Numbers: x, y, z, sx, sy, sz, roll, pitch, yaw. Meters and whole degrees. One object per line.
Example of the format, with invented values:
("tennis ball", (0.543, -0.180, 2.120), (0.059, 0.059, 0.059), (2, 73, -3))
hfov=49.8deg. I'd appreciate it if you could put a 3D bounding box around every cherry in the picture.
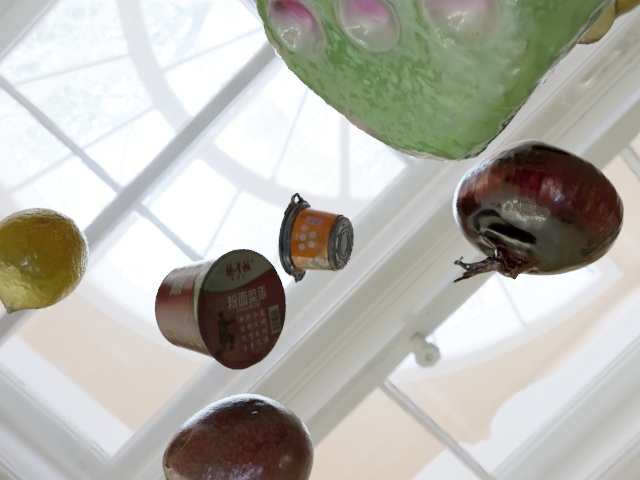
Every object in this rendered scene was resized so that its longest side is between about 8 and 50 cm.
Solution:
("cherry", (-0.152, 0.405, 1.282), (0.307, 0.221, 0.261), (-1, -178, -42))

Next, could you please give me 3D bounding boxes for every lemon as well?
("lemon", (-0.661, 0.036, 1.606), (0.228, 0.228, 0.254), (43, -149, -26))

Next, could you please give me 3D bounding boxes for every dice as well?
("dice", (0.133, -0.294, 0.701), (0.322, 0.318, 0.330), (42, 153, 4))

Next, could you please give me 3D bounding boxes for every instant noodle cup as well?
("instant noodle cup", (0.000, 0.000, 1.544), (0.125, 0.178, 0.208), (7, 128, 23))
("instant noodle cup", (-0.211, 0.134, 1.387), (0.178, 0.235, 0.235), (-2, 148, 40))

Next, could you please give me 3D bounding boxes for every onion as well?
("onion", (0.334, -0.022, 1.110), (0.273, 0.285, 0.273), (25, 160, 10))

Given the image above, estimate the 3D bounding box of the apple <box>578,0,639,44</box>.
("apple", (0.518, -0.535, 1.330), (0.251, 0.293, 0.163), (53, -173, -22))
